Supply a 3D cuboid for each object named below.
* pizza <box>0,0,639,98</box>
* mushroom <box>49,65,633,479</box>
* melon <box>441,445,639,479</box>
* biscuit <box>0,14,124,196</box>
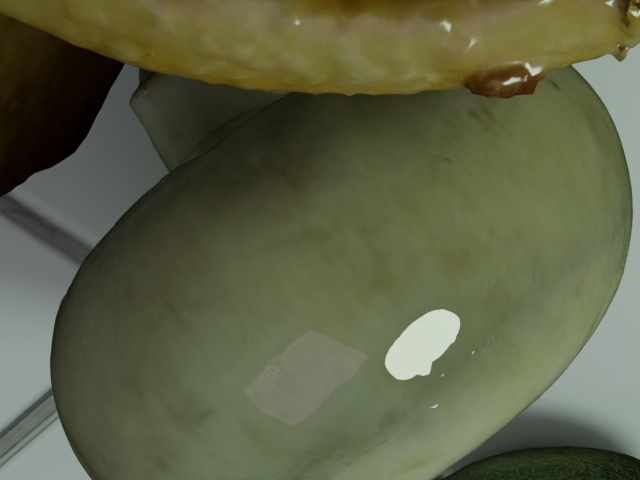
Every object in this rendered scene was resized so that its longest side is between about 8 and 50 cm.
[{"bbox_3d":[0.055,-0.180,0.461,0.409,0.114,0.277,-13,107,3],"label":"pizza"},{"bbox_3d":[0.000,0.000,0.661,0.246,0.246,0.202,-32,84,24],"label":"mushroom"},{"bbox_3d":[0.120,0.158,0.838,0.167,0.114,0.114,-5,130,4],"label":"melon"},{"bbox_3d":[-0.151,-0.135,0.505,0.359,0.046,0.359,-32,140,-32],"label":"biscuit"}]
